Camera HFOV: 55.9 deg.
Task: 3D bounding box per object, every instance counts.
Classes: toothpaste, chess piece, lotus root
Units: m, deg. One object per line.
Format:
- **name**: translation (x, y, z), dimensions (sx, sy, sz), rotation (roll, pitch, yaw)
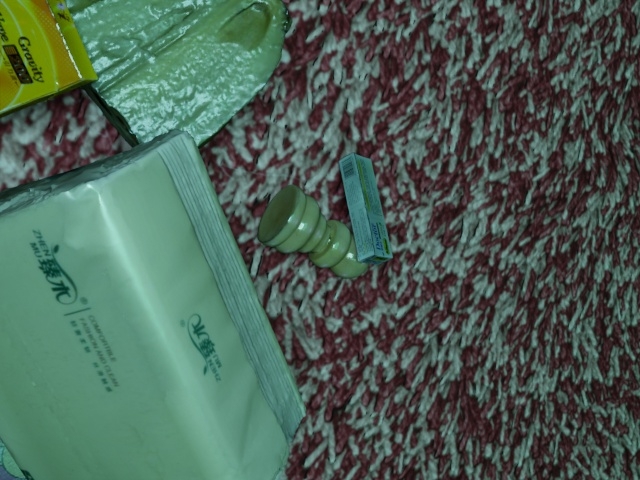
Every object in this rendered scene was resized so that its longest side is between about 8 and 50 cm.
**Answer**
- **toothpaste**: translation (0.065, -0.048, 0.880), dimensions (0.046, 0.034, 0.164), rotation (9, 64, -47)
- **chess piece**: translation (0.000, 0.000, 0.879), dimensions (0.170, 0.094, 0.094), rotation (32, 83, -30)
- **lotus root**: translation (-0.181, -0.259, 0.740), dimensions (0.260, 0.149, 0.267), rotation (-42, 100, -12)

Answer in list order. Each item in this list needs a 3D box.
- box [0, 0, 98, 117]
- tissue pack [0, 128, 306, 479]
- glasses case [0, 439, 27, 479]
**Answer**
- **box**: translation (-0.388, -0.197, 0.641), dimensions (0.269, 0.043, 0.152), rotation (-17, 105, 14)
- **tissue pack**: translation (-0.222, 0.107, 0.661), dimensions (0.380, 0.297, 0.207), rotation (68, 27, -17)
- **glasses case**: translation (-0.410, 0.254, 0.730), dimensions (0.123, 0.076, 0.316), rotation (-40, 109, -16)
